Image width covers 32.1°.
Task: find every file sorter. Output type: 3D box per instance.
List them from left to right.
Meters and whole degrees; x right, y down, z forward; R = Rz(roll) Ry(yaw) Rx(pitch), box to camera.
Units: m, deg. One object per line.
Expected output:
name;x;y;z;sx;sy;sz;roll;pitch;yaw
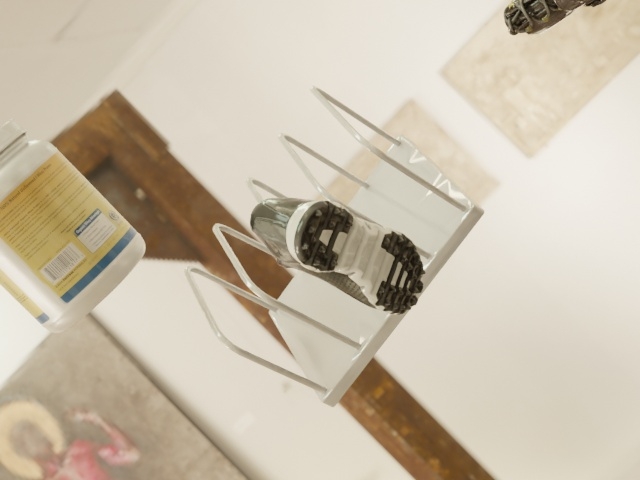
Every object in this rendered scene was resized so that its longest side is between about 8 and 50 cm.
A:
file sorter;0.000;0.000;1.241;0.278;0.173;0.193;-54;34;12

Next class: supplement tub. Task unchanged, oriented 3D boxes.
supplement tub;-0.302;-0.016;1.190;0.144;0.200;0.144;-40;12;10

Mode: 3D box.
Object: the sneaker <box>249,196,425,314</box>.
sneaker;0.016;0.008;1.086;0.234;0.106;0.078;29;-98;-51

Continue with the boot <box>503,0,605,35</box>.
boot;0.291;-0.283;1.184;0.229;0.091;0.263;-29;-2;37
